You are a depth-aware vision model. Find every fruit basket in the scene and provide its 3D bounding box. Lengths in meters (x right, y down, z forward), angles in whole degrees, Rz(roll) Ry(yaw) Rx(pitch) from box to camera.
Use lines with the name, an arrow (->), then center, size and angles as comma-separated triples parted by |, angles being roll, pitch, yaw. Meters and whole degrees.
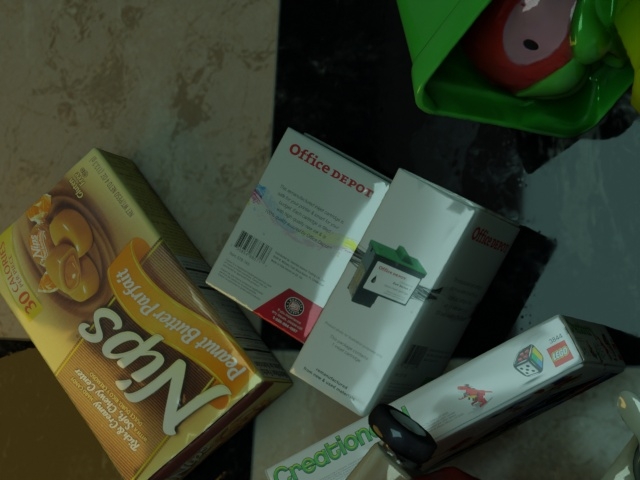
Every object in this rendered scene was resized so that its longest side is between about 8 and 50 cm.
fruit basket -> 0.281, -0.212, 1.343 | 0.392, 0.283, 0.392 | -7, 80, 48

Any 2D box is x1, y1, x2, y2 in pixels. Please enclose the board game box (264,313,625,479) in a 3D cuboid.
board game box -> 0.119, 0.163, 1.425 | 0.305, 0.193, 0.053 | -30, 75, 16

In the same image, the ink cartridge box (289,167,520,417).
ink cartridge box -> 0.084, 0.053, 1.470 | 0.092, 0.160, 0.219 | 30, 94, 22

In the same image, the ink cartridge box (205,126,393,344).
ink cartridge box -> 0.000, 0.000, 1.526 | 0.128, 0.127, 0.176 | 31, 96, 22

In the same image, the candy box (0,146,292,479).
candy box -> -0.196, 0.082, 1.616 | 0.183, 0.087, 0.316 | -41, 72, 12

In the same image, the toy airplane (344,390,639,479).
toy airplane -> 0.186, 0.298, 1.291 | 0.384, 0.386, 0.272 | -23, 42, -25
